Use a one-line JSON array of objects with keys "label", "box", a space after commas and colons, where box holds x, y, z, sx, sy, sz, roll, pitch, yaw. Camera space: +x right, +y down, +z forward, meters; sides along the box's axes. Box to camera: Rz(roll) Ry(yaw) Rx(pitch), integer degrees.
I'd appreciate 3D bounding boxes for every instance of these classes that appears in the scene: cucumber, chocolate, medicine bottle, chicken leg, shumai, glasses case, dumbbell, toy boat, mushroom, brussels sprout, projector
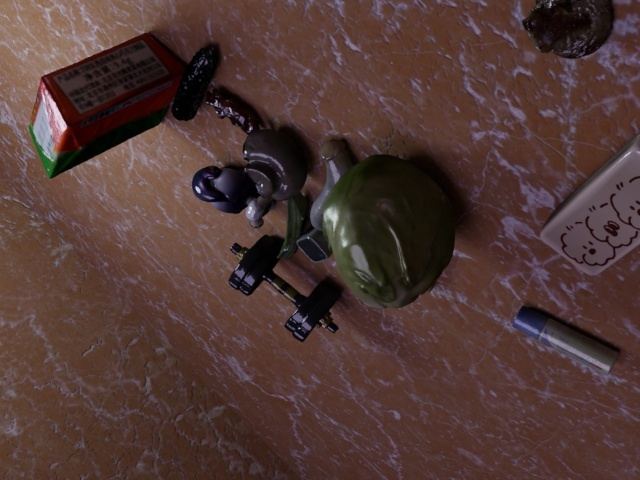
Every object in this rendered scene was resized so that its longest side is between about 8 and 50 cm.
[{"label": "cucumber", "box": [-0.311, -0.388, 2.019, 0.072, 0.072, 0.300, 42, 150, -1]}, {"label": "chocolate", "box": [-0.553, -0.346, 2.096, 0.161, 0.360, 0.341, 56, 150, 1]}, {"label": "medicine bottle", "box": [0.547, 0.222, 1.840, 0.231, 0.059, 0.059, 27, 148, 23]}, {"label": "chicken leg", "box": [-0.198, -0.300, 2.024, 0.219, 0.048, 0.089, 37, 153, 6]}, {"label": "shumai", "box": [0.382, -0.331, 1.273, 0.123, 0.105, 0.139, 20, 170, 27]}, {"label": "glasses case", "box": [0.532, -0.061, 1.461, 0.144, 0.076, 0.336, 38, 150, 6]}, {"label": "dumbbell", "box": [-0.104, 0.138, 2.363, 0.388, 0.185, 0.185, 39, 151, 4]}, {"label": "toy boat", "box": [-0.072, -0.039, 2.186, 0.055, 0.093, 0.293, 18, 148, 3]}, {"label": "mushroom", "box": [-0.098, -0.188, 1.977, 0.117, 0.141, 0.188, -19, 121, 32]}, {"label": "mushroom", "box": [0.043, -0.119, 1.946, 0.118, 0.103, 0.270, 28, 138, 15]}, {"label": "brussels sprout", "box": [0.144, -0.027, 1.758, 0.328, 0.328, 0.247, 53, 157, -21]}, {"label": "projector", "box": [0.000, 0.000, 2.158, 0.083, 0.082, 0.083, 49, 149, -14]}]

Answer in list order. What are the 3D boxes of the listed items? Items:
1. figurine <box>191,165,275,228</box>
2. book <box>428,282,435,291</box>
[{"label": "figurine", "box": [-0.241, -0.124, 2.216, 0.222, 0.145, 0.145, 29, 149, 11]}, {"label": "book", "box": [0.190, 0.023, 2.025, 0.231, 0.026, 0.161, 31, 149, 18]}]
